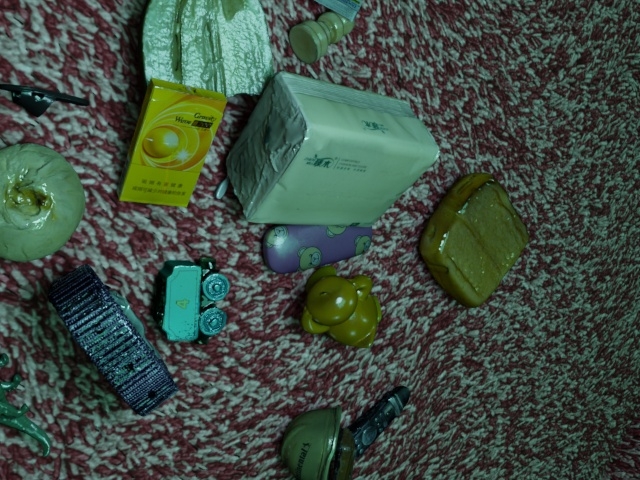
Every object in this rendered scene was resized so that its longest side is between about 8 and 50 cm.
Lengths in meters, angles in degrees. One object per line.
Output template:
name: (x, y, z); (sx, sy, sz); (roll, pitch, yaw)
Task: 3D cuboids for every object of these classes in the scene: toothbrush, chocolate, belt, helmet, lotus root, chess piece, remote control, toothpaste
toothbrush: (-0.176, -0.223, 1.389); (0.021, 0.024, 0.288); (32, 78, -36)
chocolate: (0.053, 0.657, 1.618); (0.065, 0.102, 0.329); (8, 110, 4)
belt: (-0.395, 0.193, 1.166); (0.122, 0.260, 0.324); (-38, 117, -17)
helmet: (-0.033, 0.538, 1.539); (0.137, 0.204, 0.257); (9, 97, 2)
lotus root: (-0.252, -0.418, 1.230); (0.267, 0.149, 0.260); (-13, 107, -23)
chess piece: (0.013, -0.498, 1.437); (0.170, 0.094, 0.094); (-41, 118, -30)
remote control: (0.153, 0.506, 1.715); (0.266, 0.066, 0.090); (-37, 130, -28)
toothpaste: (0.015, -0.571, 1.402); (0.164, 0.034, 0.046); (25, 57, -8)

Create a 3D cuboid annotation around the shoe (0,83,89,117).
shoe: (-0.517, -0.255, 1.131); (0.159, 0.062, 0.053); (2, 99, -38)

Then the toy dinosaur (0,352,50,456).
toy dinosaur: (-0.609, 0.291, 1.151); (0.292, 0.079, 0.120); (44, 79, -28)

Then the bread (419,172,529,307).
bread: (0.433, 0.001, 1.764); (0.337, 0.148, 0.328); (44, 77, -33)

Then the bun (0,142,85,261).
bun: (-0.536, -0.067, 1.107); (0.223, 0.127, 0.222); (-8, 105, -31)

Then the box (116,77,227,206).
box: (-0.302, -0.187, 1.215); (0.152, 0.043, 0.269); (3, 130, -35)

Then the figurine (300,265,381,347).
figurine: (0.054, 0.169, 1.495); (0.215, 0.215, 0.228); (-49, 116, -17)

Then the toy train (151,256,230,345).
toy train: (-0.286, 0.133, 1.327); (0.155, 0.107, 0.197); (4, 95, -27)

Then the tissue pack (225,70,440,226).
tissue pack: (0.022, -0.184, 1.344); (0.381, 0.297, 0.207); (0, 53, -37)

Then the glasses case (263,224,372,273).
glasses case: (0.000, 0.000, 1.509); (0.317, 0.076, 0.123); (-13, 104, -32)
